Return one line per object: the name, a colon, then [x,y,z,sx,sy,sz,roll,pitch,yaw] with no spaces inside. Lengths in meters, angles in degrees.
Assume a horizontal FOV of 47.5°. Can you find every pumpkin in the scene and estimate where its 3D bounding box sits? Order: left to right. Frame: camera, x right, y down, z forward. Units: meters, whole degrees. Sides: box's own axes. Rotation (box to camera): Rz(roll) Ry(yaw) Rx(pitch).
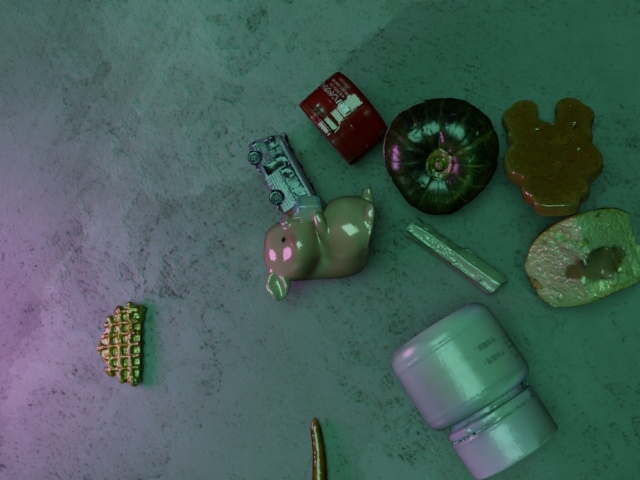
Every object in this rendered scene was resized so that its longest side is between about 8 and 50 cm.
pumpkin: [0.272,-0.193,1.616,0.261,0.189,0.260,7,113,17]

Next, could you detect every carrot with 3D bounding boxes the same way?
carrot: [-0.005,0.500,1.660,0.037,0.037,0.190,-5,77,14]

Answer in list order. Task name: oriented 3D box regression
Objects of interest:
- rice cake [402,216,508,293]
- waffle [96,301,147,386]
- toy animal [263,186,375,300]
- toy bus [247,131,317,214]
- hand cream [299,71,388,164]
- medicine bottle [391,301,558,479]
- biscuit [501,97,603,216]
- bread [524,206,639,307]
rice cake: [0.303,0.033,1.639,0.256,0.052,0.057,37,63,16]
waffle: [-0.478,0.252,1.807,0.161,0.046,0.192,30,90,18]
toy animal: [-0.004,-0.001,1.635,0.257,0.212,0.195,-2,38,3]
toy bus: [-0.090,-0.157,1.741,0.108,0.096,0.198,-29,78,4]
hand cream: [0.054,-0.280,1.673,0.125,0.193,0.193,-42,75,3]
medicine bottle: [0.316,0.307,1.496,0.241,0.241,0.301,-35,75,7]
biscuit: [0.492,-0.182,1.554,0.202,0.047,0.333,-3,50,13]
bread: [0.553,0.038,1.562,0.211,0.224,0.183,-31,79,51]
